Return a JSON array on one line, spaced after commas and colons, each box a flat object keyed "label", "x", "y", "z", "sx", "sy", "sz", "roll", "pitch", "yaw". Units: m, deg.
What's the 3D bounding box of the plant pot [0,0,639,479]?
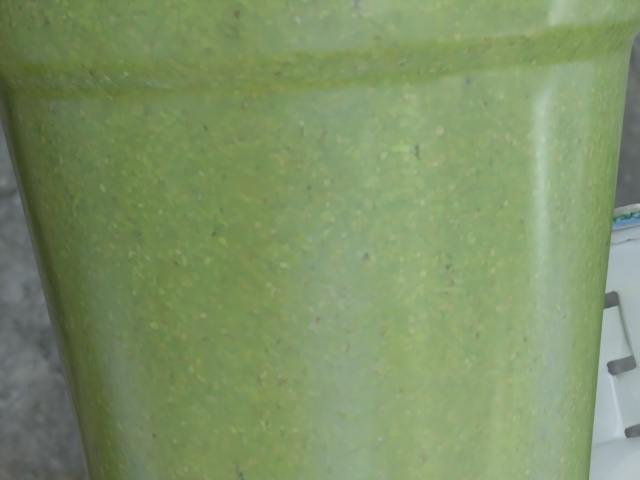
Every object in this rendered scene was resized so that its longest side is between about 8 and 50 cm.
[{"label": "plant pot", "x": 0.000, "y": 0.000, "z": 0.618, "sx": 0.276, "sy": 0.276, "sz": 0.254, "roll": -32, "pitch": 120, "yaw": -70}]

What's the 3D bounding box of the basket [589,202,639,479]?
[{"label": "basket", "x": 0.218, "y": 0.082, "z": 0.837, "sx": 0.289, "sy": 0.254, "sz": 0.201, "roll": 57, "pitch": 22, "yaw": -61}]
